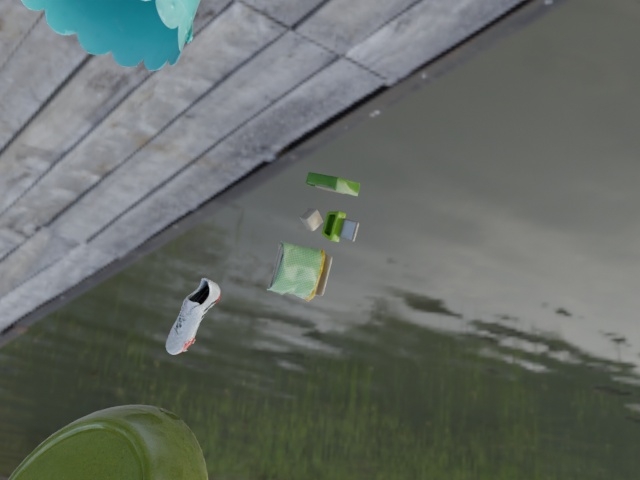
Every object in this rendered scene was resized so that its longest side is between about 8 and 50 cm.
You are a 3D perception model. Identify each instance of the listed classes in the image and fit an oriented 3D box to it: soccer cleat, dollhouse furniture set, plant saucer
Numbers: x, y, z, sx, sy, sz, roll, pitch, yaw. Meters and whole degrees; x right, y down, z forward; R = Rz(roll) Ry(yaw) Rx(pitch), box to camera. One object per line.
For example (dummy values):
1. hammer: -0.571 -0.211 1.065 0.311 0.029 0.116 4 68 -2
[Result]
1. soccer cleat: -0.129 0.074 0.901 0.029 0.083 0.036 27 163 26
2. dollhouse furniture set: 0.000 0.000 1.056 0.076 0.152 0.058 13 -177 -41
3. plant saucer: -0.193 0.230 0.703 0.240 0.241 0.037 -12 139 31

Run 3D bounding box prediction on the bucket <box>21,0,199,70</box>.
1. bucket: -0.291 -0.397 1.307 0.281 0.183 0.281 21 162 7
